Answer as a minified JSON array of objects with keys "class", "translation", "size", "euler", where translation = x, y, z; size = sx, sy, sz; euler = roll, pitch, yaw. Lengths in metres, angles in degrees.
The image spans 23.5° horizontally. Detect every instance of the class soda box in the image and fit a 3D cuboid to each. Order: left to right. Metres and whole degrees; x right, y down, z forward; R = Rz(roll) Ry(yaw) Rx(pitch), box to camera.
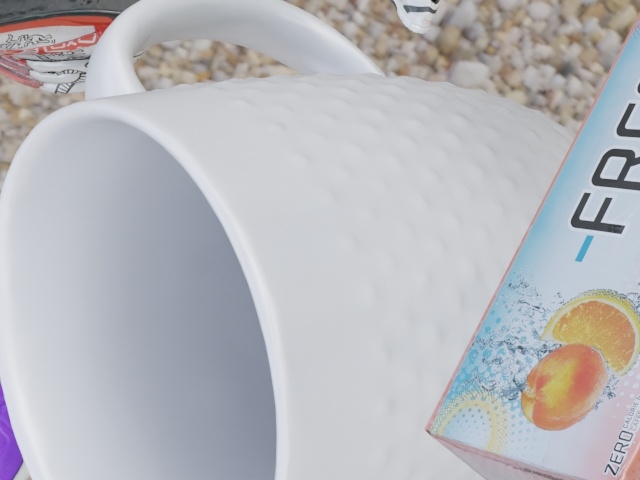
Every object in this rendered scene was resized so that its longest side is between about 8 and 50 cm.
[{"class":"soda box","translation":[0.100,-0.015,0.360],"size":[0.058,0.063,0.183],"euler":[11,66,50]}]

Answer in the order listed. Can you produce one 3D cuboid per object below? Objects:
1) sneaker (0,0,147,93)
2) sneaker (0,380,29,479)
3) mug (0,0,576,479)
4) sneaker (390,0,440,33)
[{"class":"sneaker","translation":[-0.236,-0.153,1.054],"size":[0.145,0.270,0.090],"euler":[141,122,-62]},{"class":"sneaker","translation":[-0.301,0.099,1.355],"size":[0.102,0.146,0.293],"euler":[-4,60,44]},{"class":"mug","translation":[0.000,0.000,0.896],"size":[0.374,0.328,0.276],"euler":[60,138,22]},{"class":"sneaker","translation":[0.087,-0.264,1.585],"size":[0.109,0.040,0.043],"euler":[52,133,21]}]
